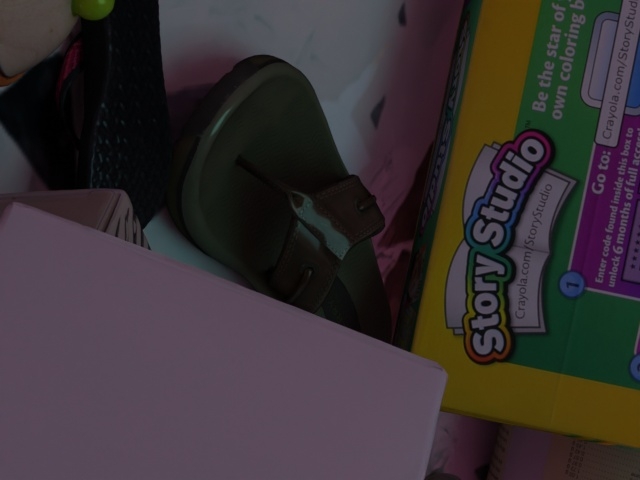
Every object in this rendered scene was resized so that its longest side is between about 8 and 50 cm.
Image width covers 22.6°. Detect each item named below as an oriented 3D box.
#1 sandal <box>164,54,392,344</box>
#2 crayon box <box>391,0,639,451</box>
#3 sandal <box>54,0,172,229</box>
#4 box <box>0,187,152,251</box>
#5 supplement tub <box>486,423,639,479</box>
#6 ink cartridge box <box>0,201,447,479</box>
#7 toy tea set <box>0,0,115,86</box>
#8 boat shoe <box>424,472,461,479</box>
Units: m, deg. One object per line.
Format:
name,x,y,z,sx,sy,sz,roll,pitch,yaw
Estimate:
sandal,0.001,0.000,0.979,0.120,0.086,0.303,-54,142,-19
crayon box,0.233,-0.040,1.079,0.106,0.313,0.363,154,-52,-87
sandal,-0.113,-0.084,0.849,0.067,0.040,0.179,5,85,-59
box,-0.117,0.106,0.830,0.094,0.113,0.275,-72,153,-44
supplement tub,0.253,0.174,1.262,0.235,0.235,0.325,5,99,-54
ink cartridge box,-0.096,0.168,0.675,0.198,0.197,0.270,-72,-175,-45
toy tea set,-0.178,-0.027,0.647,0.200,0.124,0.336,-14,119,-83
boat shoe,0.069,0.222,1.198,0.125,0.046,0.038,-42,129,-48
